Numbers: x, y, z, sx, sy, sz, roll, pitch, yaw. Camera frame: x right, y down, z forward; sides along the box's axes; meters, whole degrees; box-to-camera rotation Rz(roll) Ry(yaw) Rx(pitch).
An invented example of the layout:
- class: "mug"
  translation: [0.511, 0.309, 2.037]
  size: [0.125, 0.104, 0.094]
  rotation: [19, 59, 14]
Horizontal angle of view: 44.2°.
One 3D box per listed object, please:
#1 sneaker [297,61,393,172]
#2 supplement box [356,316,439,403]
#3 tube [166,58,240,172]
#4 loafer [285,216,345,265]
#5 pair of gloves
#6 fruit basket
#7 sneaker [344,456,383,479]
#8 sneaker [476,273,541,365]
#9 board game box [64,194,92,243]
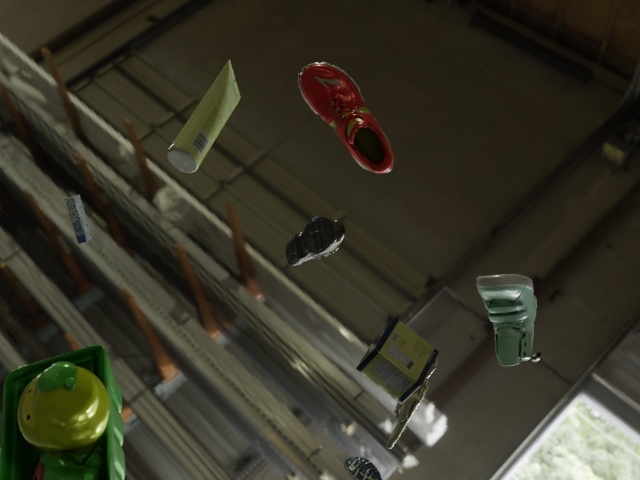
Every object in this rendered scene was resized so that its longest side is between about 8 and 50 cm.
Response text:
- class: "sneaker"
  translation: [0.064, -0.254, 1.622]
  size: [0.279, 0.107, 0.118]
  rotation: [48, 8, -12]
- class: "supplement box"
  translation: [0.112, 0.173, 1.140]
  size: [0.083, 0.083, 0.056]
  rotation: [39, -49, 2]
- class: "tube"
  translation: [-0.206, -0.227, 1.462]
  size: [0.062, 0.240, 0.070]
  rotation: [35, -37, -14]
- class: "loafer"
  translation: [0.000, 0.000, 2.285]
  size: [0.302, 0.095, 0.109]
  rotation: [-30, -114, 57]
- class: "pair of gloves"
  translation: [0.236, 0.424, 2.093]
  size: [0.042, 0.240, 0.204]
  rotation: [30, -67, 7]
- class: "fruit basket"
  translation: [-0.538, 0.382, 1.611]
  size: [0.392, 0.283, 0.392]
  rotation: [-18, 90, -85]
- class: "sneaker"
  translation: [0.090, 0.445, 1.411]
  size: [0.135, 0.052, 0.058]
  rotation: [36, -55, 31]
- class: "sneaker"
  translation: [0.359, 0.155, 1.486]
  size: [0.094, 0.151, 0.256]
  rotation: [-4, -21, 28]
- class: "board game box"
  translation: [-0.470, -0.043, 1.532]
  size: [0.090, 0.020, 0.090]
  rotation: [-150, -134, -78]
